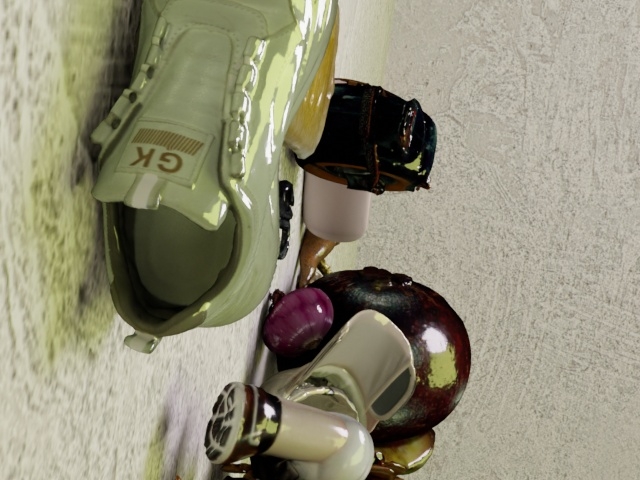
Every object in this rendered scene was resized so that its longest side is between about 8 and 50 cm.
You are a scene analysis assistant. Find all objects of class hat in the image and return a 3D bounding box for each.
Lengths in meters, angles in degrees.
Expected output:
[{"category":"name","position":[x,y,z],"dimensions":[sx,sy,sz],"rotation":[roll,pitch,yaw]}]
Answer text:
[{"category":"hat","position":[0.005,0.195,1.418],"dimensions":[0.219,0.164,0.226],"rotation":[33,75,-40]}]

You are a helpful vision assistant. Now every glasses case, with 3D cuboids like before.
[{"category":"glasses case","position":[0.034,-0.122,1.606],"dimensions":[0.075,0.113,0.297],"rotation":[-70,169,-50]}]

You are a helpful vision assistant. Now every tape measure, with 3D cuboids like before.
[{"category":"tape measure","position":[0.061,-0.137,1.410],"dimensions":[0.223,0.202,0.135],"rotation":[38,62,-67]}]

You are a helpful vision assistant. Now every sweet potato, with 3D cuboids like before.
[{"category":"sweet potato","position":[-0.001,0.002,1.747],"dimensions":[0.068,0.068,0.226],"rotation":[92,18,-55]}]

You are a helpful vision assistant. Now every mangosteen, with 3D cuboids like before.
[{"category":"mangosteen","position":[0.083,0.200,1.616],"dimensions":[0.330,0.330,0.330],"rotation":[10,90,-84]}]

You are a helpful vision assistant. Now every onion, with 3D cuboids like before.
[{"category":"onion","position":[-0.037,0.113,1.433],"dimensions":[0.115,0.104,0.115],"rotation":[-39,165,-13]}]

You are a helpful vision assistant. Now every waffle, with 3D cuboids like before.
[{"category":"waffle","position":[0.000,0.044,1.789],"dimensions":[0.085,0.016,0.078],"rotation":[51,-11,32]}]

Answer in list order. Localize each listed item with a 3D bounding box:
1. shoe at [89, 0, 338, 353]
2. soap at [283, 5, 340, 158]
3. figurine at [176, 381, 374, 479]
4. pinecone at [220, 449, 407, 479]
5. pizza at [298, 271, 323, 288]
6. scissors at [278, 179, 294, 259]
[{"category":"shoe","position":[-0.076,-0.068,0.606],"dimensions":[0.159,0.124,0.316],"rotation":[-52,152,-64]},{"category":"soap","position":[-0.043,-0.172,0.887],"dimensions":[0.274,0.089,0.174],"rotation":[8,92,-83]},{"category":"figurine","position":[-0.057,0.316,0.961],"dimensions":[0.320,0.196,0.323],"rotation":[53,50,-67]},{"category":"pinecone","position":[-0.017,0.347,1.244],"dimensions":[0.264,0.264,0.264],"rotation":[10,90,-84]},{"category":"pizza","position":[-0.022,0.144,1.814],"dimensions":[0.182,0.062,0.161],"rotation":[97,-3,-79]},{"category":"scissors","position":[-0.063,-0.034,1.259],"dimensions":[0.300,0.022,0.109],"rotation":[31,65,-84]}]
